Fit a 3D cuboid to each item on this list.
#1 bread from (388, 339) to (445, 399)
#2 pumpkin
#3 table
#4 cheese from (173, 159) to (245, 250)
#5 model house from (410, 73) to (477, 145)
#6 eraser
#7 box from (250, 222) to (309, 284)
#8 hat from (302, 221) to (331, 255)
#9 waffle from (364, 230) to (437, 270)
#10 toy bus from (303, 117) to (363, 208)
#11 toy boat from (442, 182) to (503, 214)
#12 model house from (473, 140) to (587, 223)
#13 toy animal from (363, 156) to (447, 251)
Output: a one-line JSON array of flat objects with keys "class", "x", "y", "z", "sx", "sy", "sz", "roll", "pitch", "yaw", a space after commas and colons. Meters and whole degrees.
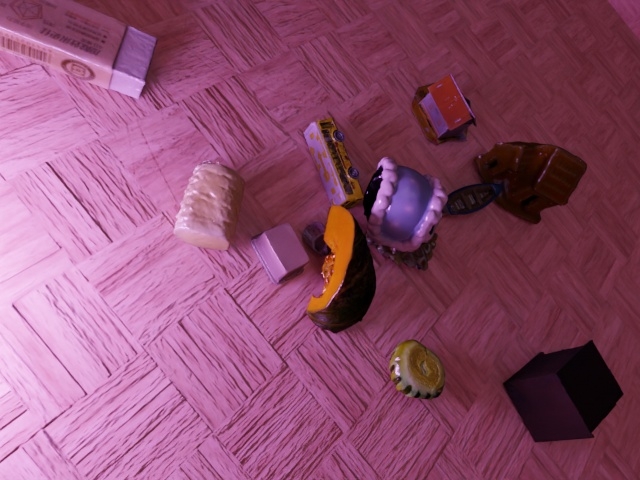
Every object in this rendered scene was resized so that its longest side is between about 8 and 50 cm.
[{"class": "bread", "x": 0.218, "y": 0.297, "z": 1.174, "sx": 0.139, "sy": 0.071, "sz": 0.130, "roll": 21, "pitch": 57, "yaw": -18}, {"class": "pumpkin", "x": 0.084, "y": 0.070, "z": 1.145, "sx": 0.163, "sy": 0.111, "sz": 0.279, "roll": 23, "pitch": 70, "yaw": -34}, {"class": "table", "x": 0.618, "y": 0.383, "z": 1.305, "sx": 0.193, "sy": 0.169, "sz": 0.172, "roll": -23, "pitch": 81, "yaw": -36}, {"class": "cheese", "x": -0.226, "y": -0.071, "z": 1.072, "sx": 0.123, "sy": 0.094, "sz": 0.167, "roll": 22, "pitch": 60, "yaw": -22}, {"class": "model house", "x": 0.395, "y": -0.420, "z": 1.558, "sx": 0.207, "sy": 0.136, "sz": 0.219, "roll": -14, "pitch": 76, "yaw": -32}, {"class": "eraser", "x": -0.528, "y": -0.425, "z": 1.070, "sx": 0.343, "sy": 0.078, "sz": 0.144, "roll": 18, "pitch": 61, "yaw": -23}, {"class": "box", "x": -0.085, "y": 0.025, "z": 1.130, "sx": 0.089, "sy": 0.062, "sz": 0.122, "roll": -25, "pitch": 83, "yaw": -35}, {"class": "hat", "x": -0.001, "y": -0.002, "z": 1.204, "sx": 0.087, "sy": 0.058, "sz": 0.042, "roll": 52, "pitch": 8, "yaw": 27}, {"class": "waffle", "x": 0.219, "y": -0.032, "z": 1.334, "sx": 0.204, "sy": 0.054, "sz": 0.223, "roll": 28, "pitch": 57, "yaw": -17}, {"class": "toy bus", "x": 0.034, "y": -0.190, "z": 1.288, "sx": 0.074, "sy": 0.081, "sz": 0.226, "roll": -15, "pitch": 80, "yaw": -29}, {"class": "toy boat", "x": 0.442, "y": -0.121, "z": 1.494, "sx": 0.229, "sy": 0.046, "sz": 0.080, "roll": -21, "pitch": 78, "yaw": -30}, {"class": "model house", "x": 0.628, "y": -0.203, "z": 1.531, "sx": 0.268, "sy": 0.239, "sz": 0.173, "roll": 23, "pitch": 63, "yaw": -18}, {"class": "toy animal", "x": 0.205, "y": -0.094, "z": 1.235, "sx": 0.204, "sy": 0.156, "sz": 0.208, "roll": 20, "pitch": 57, "yaw": -9}]
